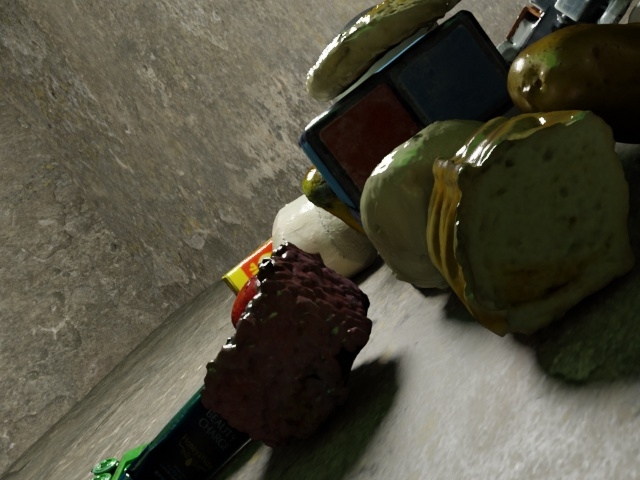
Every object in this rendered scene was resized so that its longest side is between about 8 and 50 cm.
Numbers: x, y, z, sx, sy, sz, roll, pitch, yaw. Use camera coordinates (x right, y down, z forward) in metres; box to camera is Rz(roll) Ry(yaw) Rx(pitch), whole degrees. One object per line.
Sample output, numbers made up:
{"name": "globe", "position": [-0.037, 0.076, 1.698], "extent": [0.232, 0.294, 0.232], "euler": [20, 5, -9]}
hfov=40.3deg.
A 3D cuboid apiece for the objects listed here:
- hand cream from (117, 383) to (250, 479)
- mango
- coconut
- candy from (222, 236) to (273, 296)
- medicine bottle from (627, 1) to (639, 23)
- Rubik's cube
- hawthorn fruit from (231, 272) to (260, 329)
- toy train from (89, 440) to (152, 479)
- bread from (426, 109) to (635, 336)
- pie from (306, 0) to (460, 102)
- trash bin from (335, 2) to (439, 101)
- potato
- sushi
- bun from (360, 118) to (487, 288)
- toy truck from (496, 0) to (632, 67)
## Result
{"name": "hand cream", "position": [-0.178, 0.287, 1.224], "extent": [0.270, 0.120, 0.061], "euler": [-45, 20, -22]}
{"name": "mango", "position": [0.093, -0.085, 1.686], "extent": [0.316, 0.193, 0.146], "euler": [7, -49, -35]}
{"name": "coconut", "position": [0.000, 0.000, 1.832], "extent": [0.234, 0.224, 0.224], "euler": [-36, 6, 36]}
{"name": "candy", "position": [-0.099, 0.063, 2.222], "extent": [0.276, 0.146, 0.088], "euler": [-41, 6, -15]}
{"name": "medicine bottle", "position": [0.668, -0.435, 1.551], "extent": [0.258, 0.143, 0.143], "euler": [-39, 6, -25]}
{"name": "Rubik's cube", "position": [0.172, -0.144, 1.434], "extent": [0.313, 0.316, 0.318], "euler": [-37, 5, 0]}
{"name": "hawthorn fruit", "position": [-0.106, 0.146, 1.711], "extent": [0.172, 0.148, 0.148], "euler": [-53, 5, 6]}
{"name": "toy train", "position": [-0.302, 0.390, 1.318], "extent": [0.119, 0.085, 0.251], "euler": [-22, 11, 3]}
{"name": "bread", "position": [0.215, -0.030, 0.935], "extent": [0.238, 0.196, 0.252], "euler": [-35, 3, -2]}
{"name": "pie", "position": [0.098, -0.317, 1.337], "extent": [0.337, 0.075, 0.337], "euler": [-36, 7, 5]}
{"name": "trash bin", "position": [0.202, -0.306, 1.893], "extent": [0.280, 0.432, 0.280], "euler": [-36, 7, 5]}
{"name": "potato", "position": [0.372, -0.195, 1.082], "extent": [0.369, 0.195, 0.177], "euler": [-8, -51, -38]}
{"name": "sushi", "position": [-0.037, 0.143, 1.146], "extent": [0.237, 0.170, 0.270], "euler": [-64, -1, 18]}
{"name": "bun", "position": [0.182, -0.037, 1.162], "extent": [0.259, 0.160, 0.259], "euler": [-27, -31, -17]}
{"name": "toy truck", "position": [0.455, -0.374, 1.683], "extent": [0.207, 0.173, 0.388], "euler": [-34, -21, -48]}
